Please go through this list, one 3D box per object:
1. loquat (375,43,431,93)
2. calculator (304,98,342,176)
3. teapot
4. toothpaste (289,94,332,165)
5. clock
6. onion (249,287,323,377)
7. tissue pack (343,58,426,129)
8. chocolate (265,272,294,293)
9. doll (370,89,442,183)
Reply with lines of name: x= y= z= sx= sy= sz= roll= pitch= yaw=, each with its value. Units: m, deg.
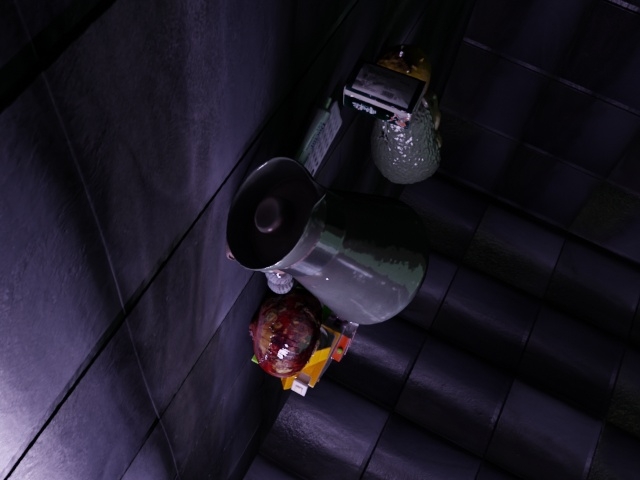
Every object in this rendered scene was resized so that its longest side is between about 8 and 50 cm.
loquat: x=0.204 y=-0.416 z=1.829 sx=0.172 sy=0.149 sz=0.204 roll=-65 pitch=-177 yaw=-20
calculator: x=-0.022 y=-0.182 z=1.594 sx=0.262 sy=0.021 sz=0.161 roll=-63 pitch=171 yaw=-6
teapot: x=0.003 y=0.006 z=1.294 sx=0.344 sy=0.300 sz=0.254 roll=25 pitch=55 yaw=-45
toothpaste: x=-0.032 y=-0.197 z=1.453 sx=0.218 sy=0.041 sz=0.064 roll=-63 pitch=159 yaw=11
clock: x=-0.047 y=0.317 z=2.150 sx=0.309 sy=0.235 sz=0.166 roll=-53 pitch=165 yaw=-47
onion: x=-0.091 y=0.237 z=1.844 sx=0.246 sy=0.190 sz=0.247 roll=-167 pitch=-90 yaw=-87
tissue pack: x=0.147 y=-0.340 z=1.640 sx=0.090 sy=0.170 sz=0.103 roll=86 pitch=29 yaw=-72
chocolate: x=-0.099 y=0.083 z=1.737 sx=0.072 sy=0.072 sz=0.167 roll=-61 pitch=173 yaw=-18
doll: x=0.269 y=-0.336 z=2.202 sx=0.247 sy=0.247 sz=0.350 roll=-60 pitch=155 yaw=-21
